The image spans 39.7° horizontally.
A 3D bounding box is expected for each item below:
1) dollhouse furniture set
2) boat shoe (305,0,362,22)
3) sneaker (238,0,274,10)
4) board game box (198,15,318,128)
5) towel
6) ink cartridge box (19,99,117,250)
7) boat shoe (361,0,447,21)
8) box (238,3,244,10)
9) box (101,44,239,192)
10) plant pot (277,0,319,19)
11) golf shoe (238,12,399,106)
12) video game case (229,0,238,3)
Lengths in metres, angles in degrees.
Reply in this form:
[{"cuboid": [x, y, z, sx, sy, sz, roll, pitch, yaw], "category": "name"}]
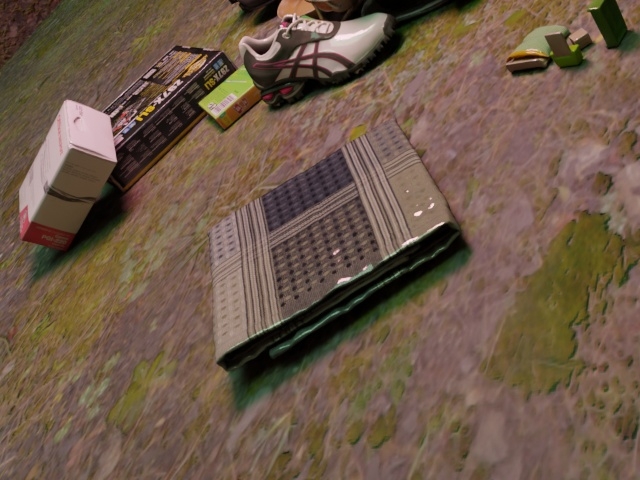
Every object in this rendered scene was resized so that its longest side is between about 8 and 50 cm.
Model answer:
[{"cuboid": [0.286, -0.254, 1.072, 0.151, 0.058, 0.076, 3, 50, 50], "category": "dollhouse furniture set"}, {"cuboid": [0.025, -0.428, 1.462, 0.302, 0.113, 0.103, 1, -69, -78], "category": "boat shoe"}, {"cuboid": [-0.075, -0.608, 1.782, 0.330, 0.146, 0.122, -38, 42, 26], "category": "sneaker"}, {"cuboid": [-0.101, -0.309, 1.608, 0.259, 0.039, 0.124, -43, 30, -2], "category": "board game box"}, {"cuboid": [0.000, 0.000, 1.070, 0.312, 0.056, 0.324, -31, 28, 9], "category": "towel"}, {"cuboid": [-0.451, -0.115, 1.576, 0.218, 0.092, 0.159, -55, 35, 27], "category": "ink cartridge box"}, {"cuboid": [0.198, -0.416, 1.360, 0.335, 0.121, 0.119, -23, 39, 47], "category": "boat shoe"}, {"cuboid": [-0.140, -0.560, 2.011, 0.067, 0.018, 0.083, -7, 43, 42], "category": "box"}, {"cuboid": [-0.331, -0.250, 1.744, 0.322, 0.079, 0.257, -46, 32, -12], "category": "box"}, {"cuboid": [0.020, -0.498, 1.734, 0.236, 0.032, 0.236, -29, 31, 19], "category": "plant pot"}, {"cuboid": [-0.009, -0.311, 1.424, 0.272, 0.120, 0.105, -19, 33, 29], "category": "golf shoe"}, {"cuboid": [-0.150, -0.620, 1.874, 0.210, 0.232, 0.042, -21, 61, 14], "category": "video game case"}]
